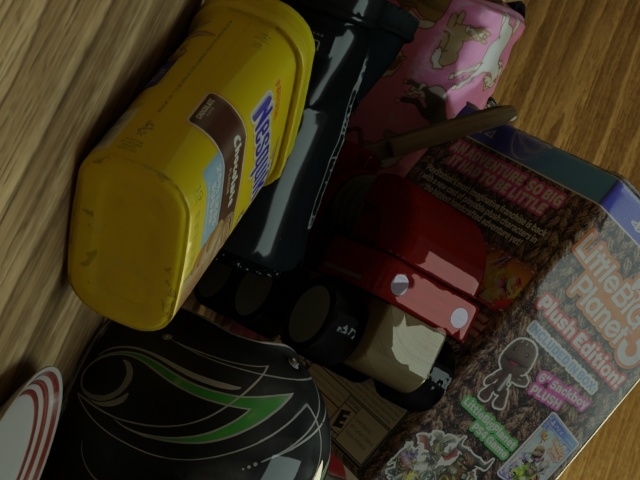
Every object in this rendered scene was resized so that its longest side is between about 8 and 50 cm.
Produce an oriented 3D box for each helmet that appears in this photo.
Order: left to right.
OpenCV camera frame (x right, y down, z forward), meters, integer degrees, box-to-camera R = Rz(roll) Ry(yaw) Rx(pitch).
[{"bbox_3d":[-0.077,0.133,1.002,0.169,0.161,0.169,22,90,-83],"label":"helmet"}]

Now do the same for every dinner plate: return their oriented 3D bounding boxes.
[{"bbox_3d":[-0.175,0.131,0.854,0.141,0.017,0.141,22,90,-83],"label":"dinner plate"}]

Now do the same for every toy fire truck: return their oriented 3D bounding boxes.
[{"bbox_3d":[0.057,-0.016,1.178,0.217,0.158,0.246,21,-97,58],"label":"toy fire truck"}]

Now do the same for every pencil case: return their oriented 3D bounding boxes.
[{"bbox_3d":[0.046,-0.055,1.415,0.167,0.160,0.386,14,99,-46],"label":"pencil case"}]

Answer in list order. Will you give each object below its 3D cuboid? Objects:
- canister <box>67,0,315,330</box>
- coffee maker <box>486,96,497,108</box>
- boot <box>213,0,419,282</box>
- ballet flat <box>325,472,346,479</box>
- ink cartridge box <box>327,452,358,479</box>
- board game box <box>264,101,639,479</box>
[{"bbox_3d":[-0.072,-0.045,0.888,0.170,0.073,0.126,-59,168,-46],"label":"canister"},{"bbox_3d":[0.112,-0.107,1.639,0.171,0.120,0.178,-47,-151,16],"label":"coffee maker"},{"bbox_3d":[-0.017,-0.081,1.109,0.246,0.094,0.207,-31,143,-81],"label":"boot"},{"bbox_3d":[-0.093,0.243,1.222,0.400,0.139,0.139,-34,-157,50],"label":"ballet flat"},{"bbox_3d":[0.062,0.164,1.684,0.384,0.279,0.160,-61,169,-49],"label":"ink cartridge box"},{"bbox_3d":[0.120,0.067,1.259,0.291,0.141,0.232,-50,-149,-2],"label":"board game box"}]
